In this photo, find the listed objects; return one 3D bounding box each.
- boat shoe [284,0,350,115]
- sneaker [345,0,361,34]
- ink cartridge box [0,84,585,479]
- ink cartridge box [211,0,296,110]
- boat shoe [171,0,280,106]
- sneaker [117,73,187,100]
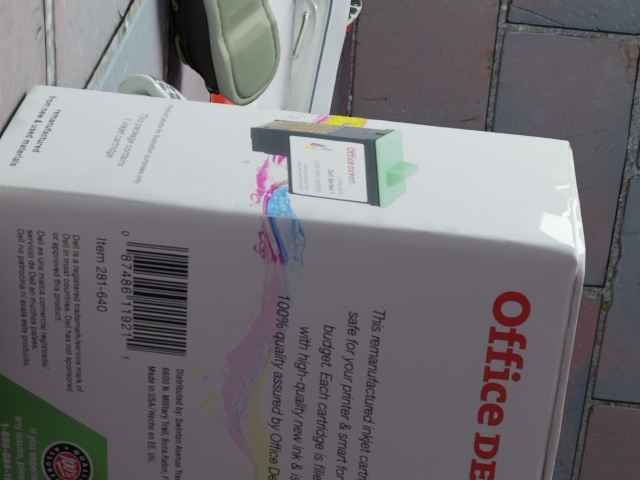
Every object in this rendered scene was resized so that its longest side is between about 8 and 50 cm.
[{"bbox_3d":[-0.028,-0.233,1.778,0.096,0.088,0.268,-135,-127,-64],"label":"boat shoe"},{"bbox_3d":[-0.008,-0.253,1.967,0.279,0.107,0.118,-74,174,-69],"label":"sneaker"},{"bbox_3d":[-0.020,0.047,0.814,0.117,0.278,0.201,-78,173,-58],"label":"ink cartridge box"},{"bbox_3d":[-0.059,-0.216,1.581,0.232,0.066,0.189,-86,-179,-81],"label":"ink cartridge box"},{"bbox_3d":[-0.079,-0.202,1.205,0.081,0.068,0.228,-39,146,-32],"label":"boat shoe"},{"bbox_3d":[-0.113,0.016,0.986,0.095,0.090,0.235,60,30,-62],"label":"sneaker"}]
